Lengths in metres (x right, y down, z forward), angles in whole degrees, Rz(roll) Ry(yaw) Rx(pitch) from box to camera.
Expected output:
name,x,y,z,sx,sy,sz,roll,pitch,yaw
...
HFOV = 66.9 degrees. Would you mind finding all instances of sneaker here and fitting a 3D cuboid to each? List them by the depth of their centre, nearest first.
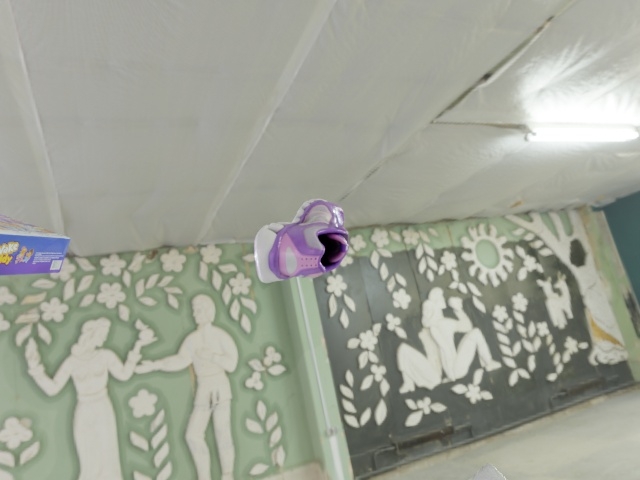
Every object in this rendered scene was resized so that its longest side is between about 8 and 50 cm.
name,x,y,z,sx,sy,sz,roll,pitch,yaw
sneaker,0.000,0.000,0.718,0.104,0.095,0.236,1,18,23

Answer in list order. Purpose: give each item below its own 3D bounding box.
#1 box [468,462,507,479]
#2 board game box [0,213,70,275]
name,x,y,z,sx,sy,sz,roll,pitch,yaw
box,0.094,0.268,0.266,0.182,0.181,0.119,-26,-45,-23
board game box,-0.646,-0.010,0.835,0.233,0.078,0.347,18,-1,4
